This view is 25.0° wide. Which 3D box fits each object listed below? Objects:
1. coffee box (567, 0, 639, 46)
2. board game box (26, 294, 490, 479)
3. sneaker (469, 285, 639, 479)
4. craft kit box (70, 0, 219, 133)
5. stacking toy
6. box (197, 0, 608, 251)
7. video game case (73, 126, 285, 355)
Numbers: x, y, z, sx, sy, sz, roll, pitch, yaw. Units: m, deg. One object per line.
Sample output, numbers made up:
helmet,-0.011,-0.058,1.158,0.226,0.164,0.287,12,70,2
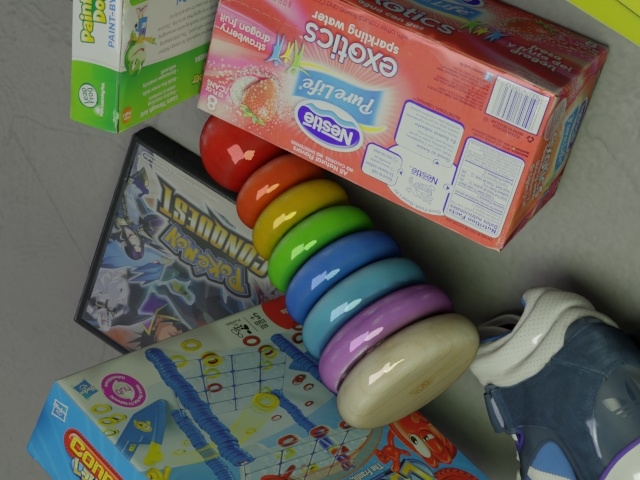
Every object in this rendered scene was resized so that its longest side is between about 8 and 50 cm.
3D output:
coffee box,0.257,-0.336,0.901,0.338,0.334,0.338,35,124,12
board game box,-0.036,0.205,1.245,0.302,0.308,0.086,42,125,23
sneaker,0.217,0.180,1.308,0.236,0.130,0.323,57,157,30
craft kit box,-0.113,-0.242,1.207,0.061,0.250,0.247,15,117,24
stacking toy,0.000,0.000,1.297,0.141,0.141,0.330,-51,62,35
box,0.066,-0.136,1.217,0.300,0.142,0.154,26,122,18
video game case,-0.108,0.056,1.467,0.275,0.035,0.248,32,124,14
